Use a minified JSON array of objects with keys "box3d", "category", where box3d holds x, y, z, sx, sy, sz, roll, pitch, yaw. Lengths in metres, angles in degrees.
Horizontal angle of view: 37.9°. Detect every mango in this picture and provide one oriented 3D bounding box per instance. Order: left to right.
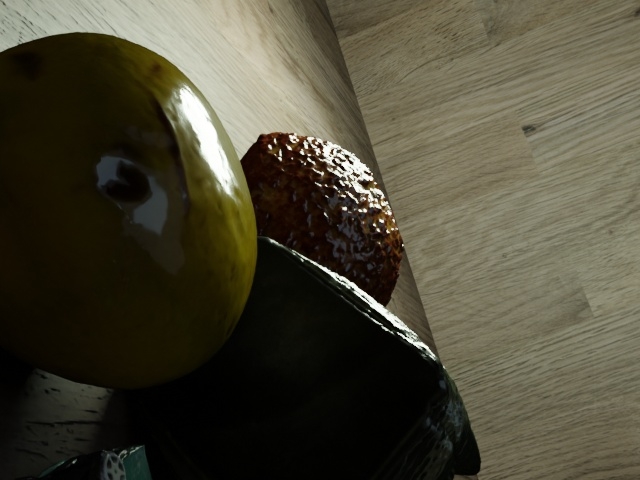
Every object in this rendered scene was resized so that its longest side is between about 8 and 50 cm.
[{"box3d":[-0.165,-0.035,0.816,0.301,0.221,0.445,62,11,-3],"category":"mango"}]

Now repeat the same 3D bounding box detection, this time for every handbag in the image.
[{"box3d":[-0.007,0.185,0.925,0.341,0.247,0.240,32,-15,39],"category":"handbag"}]

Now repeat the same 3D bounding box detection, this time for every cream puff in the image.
[{"box3d":[-0.001,0.004,1.360,0.350,0.229,0.350,-7,90,-66],"category":"cream puff"}]

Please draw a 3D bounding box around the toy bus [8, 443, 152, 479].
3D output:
[{"box3d":[-0.185,0.223,0.631,0.261,0.091,0.109,-55,131,-73],"category":"toy bus"}]
